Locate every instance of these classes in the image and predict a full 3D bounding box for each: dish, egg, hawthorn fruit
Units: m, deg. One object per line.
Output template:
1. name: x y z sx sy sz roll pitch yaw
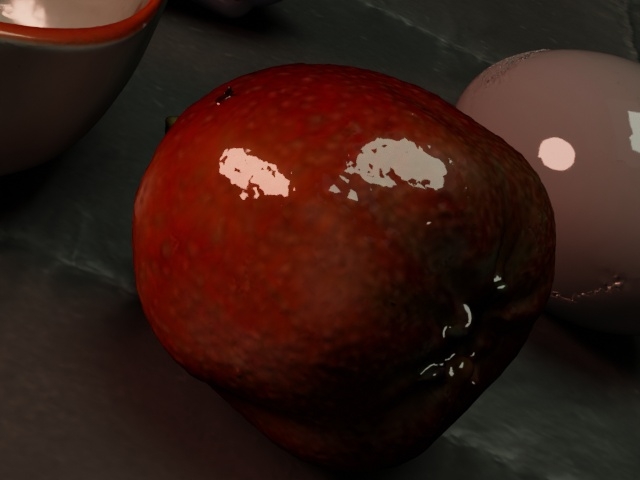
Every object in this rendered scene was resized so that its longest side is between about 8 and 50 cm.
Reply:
1. dish: -0.199 -0.115 0.594 0.256 0.117 0.256 19 30 -12
2. egg: 0.154 -0.032 0.706 0.146 0.146 0.199 -1 33 -39
3. hawthorn fruit: 0.000 0.000 0.532 0.169 0.169 0.188 -6 31 -43

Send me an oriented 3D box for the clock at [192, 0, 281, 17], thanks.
1. clock: -0.102 -0.243 0.840 0.254 0.189 0.189 23 27 -32
